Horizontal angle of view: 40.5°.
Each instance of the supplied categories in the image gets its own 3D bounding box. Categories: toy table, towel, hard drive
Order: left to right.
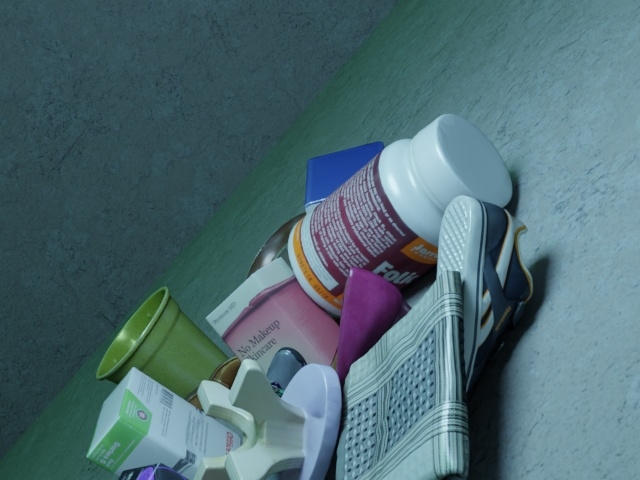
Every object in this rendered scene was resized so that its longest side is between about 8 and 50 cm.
[{"bbox_3d":[-0.090,0.311,1.348,0.252,0.160,0.275,32,107,62],"label":"toy table"},{"bbox_3d":[0.068,-0.159,2.174,0.210,0.040,0.319,-14,24,7],"label":"hard drive"},{"bbox_3d":[0.096,0.236,1.183,0.324,0.056,0.312,127,157,-45],"label":"towel"}]

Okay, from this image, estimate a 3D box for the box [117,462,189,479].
[{"bbox_3d":[-0.196,0.469,1.276,0.143,0.270,0.165,-29,27,53],"label":"box"}]

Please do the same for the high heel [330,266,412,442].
[{"bbox_3d":[0.003,0.215,1.452,0.377,0.181,0.127,-49,17,8],"label":"high heel"}]

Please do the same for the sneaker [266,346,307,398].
[{"bbox_3d":[-0.079,0.300,1.520,0.098,0.083,0.224,-29,-47,-61],"label":"sneaker"}]

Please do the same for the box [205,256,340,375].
[{"bbox_3d":[-0.071,0.174,1.612,0.148,0.232,0.127,-43,-5,26],"label":"box"}]

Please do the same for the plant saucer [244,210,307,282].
[{"bbox_3d":[-0.062,0.070,2.069,0.310,0.050,0.311,-30,40,29],"label":"plant saucer"}]

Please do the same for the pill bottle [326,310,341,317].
[{"bbox_3d":[0.031,0.090,1.810,0.087,0.087,0.160,-47,19,12],"label":"pill bottle"}]

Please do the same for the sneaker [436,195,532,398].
[{"bbox_3d":[0.226,0.105,1.236,0.126,0.127,0.321,-178,101,-68],"label":"sneaker"}]

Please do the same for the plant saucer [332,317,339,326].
[{"bbox_3d":[-0.063,0.243,1.819,0.258,0.047,0.259,-43,18,25],"label":"plant saucer"}]

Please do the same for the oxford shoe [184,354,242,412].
[{"bbox_3d":[-0.226,0.347,2.029,0.212,0.076,0.076,-46,47,10],"label":"oxford shoe"}]

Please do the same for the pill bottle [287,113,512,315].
[{"bbox_3d":[0.140,-0.040,1.574,0.392,0.224,0.224,-39,20,38],"label":"pill bottle"}]

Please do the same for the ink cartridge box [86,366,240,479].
[{"bbox_3d":[-0.298,0.402,1.701,0.115,0.272,0.198,-50,16,13],"label":"ink cartridge box"}]

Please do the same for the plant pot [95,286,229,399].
[{"bbox_3d":[-0.368,0.299,2.146,0.276,0.254,0.276,-45,17,17],"label":"plant pot"}]
